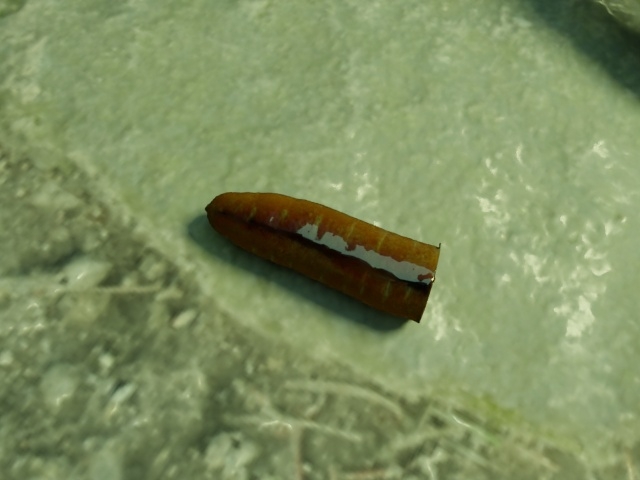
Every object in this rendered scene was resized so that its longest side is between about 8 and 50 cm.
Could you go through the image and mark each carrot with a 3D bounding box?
[{"bbox_3d":[0.000,0.000,0.371,0.139,0.048,0.048,22,67,7],"label":"carrot"}]
